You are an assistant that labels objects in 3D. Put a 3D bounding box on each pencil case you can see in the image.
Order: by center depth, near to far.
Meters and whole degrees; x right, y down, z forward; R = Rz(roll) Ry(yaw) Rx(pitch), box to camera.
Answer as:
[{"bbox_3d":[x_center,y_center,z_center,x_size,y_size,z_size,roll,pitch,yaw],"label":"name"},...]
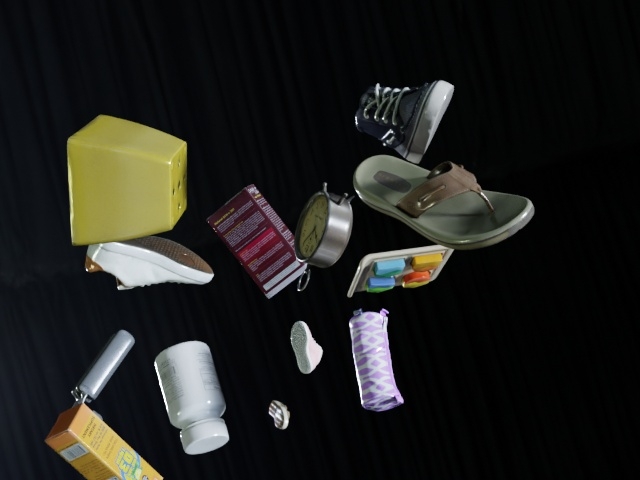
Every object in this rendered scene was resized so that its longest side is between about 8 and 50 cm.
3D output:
[{"bbox_3d":[0.115,0.245,1.890,0.088,0.206,0.086,-20,151,24],"label":"pencil case"}]

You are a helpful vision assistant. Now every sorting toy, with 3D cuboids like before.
[{"bbox_3d":[0.165,0.063,1.859,0.208,0.038,0.193,-12,159,-12],"label":"sorting toy"}]

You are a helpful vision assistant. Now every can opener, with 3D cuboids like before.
[{"bbox_3d":[-0.466,0.323,1.928,0.076,0.095,0.283,-32,-158,55],"label":"can opener"}]

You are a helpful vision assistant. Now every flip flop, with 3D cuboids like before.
[{"bbox_3d":[0.154,-0.069,1.241,0.277,0.080,0.112,27,-124,38],"label":"flip flop"}]

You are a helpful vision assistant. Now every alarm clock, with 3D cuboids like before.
[{"bbox_3d":[0.000,0.000,1.610,0.064,0.192,0.129,21,-174,-24],"label":"alarm clock"}]

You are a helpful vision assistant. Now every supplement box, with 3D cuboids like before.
[{"bbox_3d":[-0.412,0.422,1.775,0.080,0.233,0.078,-27,-155,28],"label":"supplement box"},{"bbox_3d":[-0.141,0.002,2.175,0.130,0.239,0.073,-37,-178,17],"label":"supplement box"}]

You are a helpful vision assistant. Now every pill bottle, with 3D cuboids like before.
[{"bbox_3d":[-0.286,0.356,2.083,0.131,0.229,0.131,-16,152,-9],"label":"pill bottle"}]

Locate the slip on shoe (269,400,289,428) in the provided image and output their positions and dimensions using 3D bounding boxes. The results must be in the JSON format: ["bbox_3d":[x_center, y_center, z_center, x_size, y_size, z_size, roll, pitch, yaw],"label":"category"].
[{"bbox_3d":[-0.098,0.456,2.406,0.041,0.051,0.135,19,-179,-18],"label":"slip on shoe"}]

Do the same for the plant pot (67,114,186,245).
[{"bbox_3d":[-0.367,-0.115,1.808,0.187,0.212,0.212,4,-159,3],"label":"plant pot"}]

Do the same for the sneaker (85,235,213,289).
[{"bbox_3d":[-0.385,0.060,2.056,0.290,0.123,0.106,19,-158,-28],"label":"sneaker"}]

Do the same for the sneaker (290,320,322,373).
[{"bbox_3d":[-0.034,0.261,2.324,0.051,0.134,0.070,-5,-169,29],"label":"sneaker"}]

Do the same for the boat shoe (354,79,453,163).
[{"bbox_3d":[0.145,-0.239,1.737,0.158,0.127,0.340,26,171,3],"label":"boat shoe"}]
